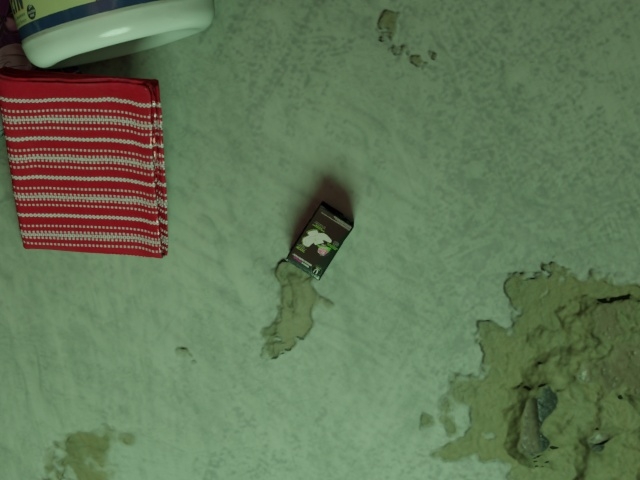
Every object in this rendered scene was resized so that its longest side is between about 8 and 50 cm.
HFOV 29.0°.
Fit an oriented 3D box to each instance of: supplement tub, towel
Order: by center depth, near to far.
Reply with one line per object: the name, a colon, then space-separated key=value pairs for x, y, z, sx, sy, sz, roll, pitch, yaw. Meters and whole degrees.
supplement tub: x=-0.272 y=-0.384 z=1.460 sx=0.235 sy=0.235 sz=0.324 roll=-14 pitch=96 yaw=5
towel: x=-0.291 y=-0.090 z=1.534 sx=0.199 sy=0.031 sz=0.274 roll=4 pitch=129 yaw=3

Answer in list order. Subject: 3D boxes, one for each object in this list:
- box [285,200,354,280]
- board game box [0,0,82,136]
box: x=0.000 y=0.000 z=1.576 sx=0.052 sy=0.062 sz=0.083 roll=33 pitch=97 yaw=-2
board game box: x=-0.493 y=-0.196 z=1.539 sx=0.347 sy=0.056 sz=0.208 roll=-33 pitch=90 yaw=-12
